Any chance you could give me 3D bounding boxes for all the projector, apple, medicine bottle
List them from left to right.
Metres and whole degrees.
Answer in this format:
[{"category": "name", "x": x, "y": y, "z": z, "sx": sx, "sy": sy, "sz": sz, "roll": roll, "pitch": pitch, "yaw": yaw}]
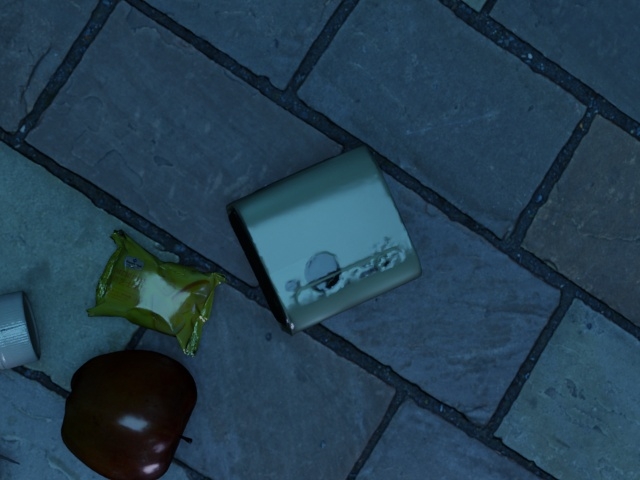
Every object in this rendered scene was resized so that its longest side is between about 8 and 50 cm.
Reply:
[{"category": "medicine bottle", "x": -0.610, "y": 0.171, "z": 1.710, "sx": 0.252, "sy": 0.144, "sz": 0.144, "roll": -16, "pitch": 92, "yaw": -10}, {"category": "apple", "x": -0.323, "y": 0.299, "z": 1.717, "sx": 0.234, "sy": 0.234, "sz": 0.234, "roll": 0, "pitch": 89, "yaw": -9}, {"category": "projector", "x": 0.000, "y": 0.000, "z": 1.753, "sx": 0.249, "sy": 0.248, "sz": 0.248, "roll": -24, "pitch": 93, "yaw": -9}]

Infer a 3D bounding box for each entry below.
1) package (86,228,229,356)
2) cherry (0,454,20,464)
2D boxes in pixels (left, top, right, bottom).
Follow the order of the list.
[{"category": "package", "x": -0.288, "y": 0.093, "z": 1.786, "sx": 0.226, "sy": 0.090, "sz": 0.168, "roll": 21, "pitch": 84, "yaw": -6}, {"category": "cherry", "x": -0.650, "y": 0.397, "z": 1.674, "sx": 0.213, "sy": 0.183, "sz": 0.266, "roll": 41, "pitch": 53, "yaw": 7}]
